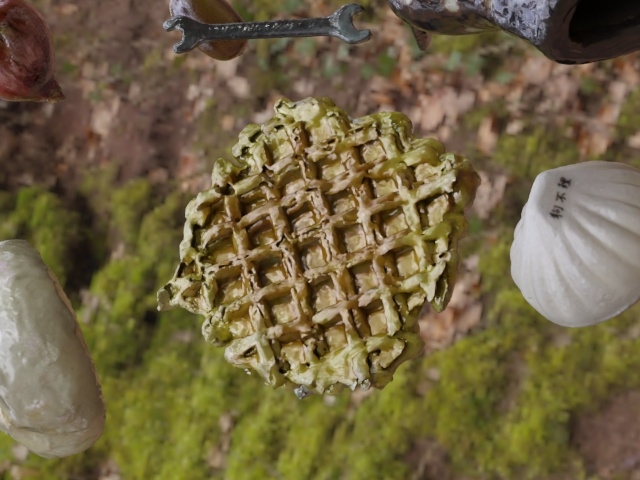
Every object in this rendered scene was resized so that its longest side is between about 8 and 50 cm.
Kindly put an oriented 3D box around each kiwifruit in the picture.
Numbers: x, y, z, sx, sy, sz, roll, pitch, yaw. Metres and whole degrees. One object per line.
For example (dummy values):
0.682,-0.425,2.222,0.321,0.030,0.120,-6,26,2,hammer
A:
-0.152,-0.297,1.953,0.075,0.124,0.075,-43,12,12,kiwifruit

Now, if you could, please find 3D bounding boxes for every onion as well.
-0.475,-0.283,2.231,0.159,0.195,0.159,-41,16,14,onion

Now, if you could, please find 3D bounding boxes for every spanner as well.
-0.065,-0.255,1.731,0.015,0.254,0.054,68,-159,-74,spanner

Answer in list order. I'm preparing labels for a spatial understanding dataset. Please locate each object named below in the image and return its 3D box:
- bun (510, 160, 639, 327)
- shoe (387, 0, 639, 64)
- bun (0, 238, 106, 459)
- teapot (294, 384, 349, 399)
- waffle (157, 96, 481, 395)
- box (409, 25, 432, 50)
0.364,-0.023,2.066,0.263,0.175,0.263,-33,36,28,bun
0.264,-0.311,1.747,0.237,0.384,0.171,-89,-12,-53,shoe
-0.366,0.142,1.729,0.287,0.146,0.287,52,156,34,bun
-0.001,0.196,2.103,0.057,0.083,0.067,38,-142,-45,teapot
0.001,0.001,1.155,0.254,0.245,0.052,-65,-26,-14,waffle
0.146,-0.385,2.060,0.212,0.042,0.201,56,-145,-71,box
